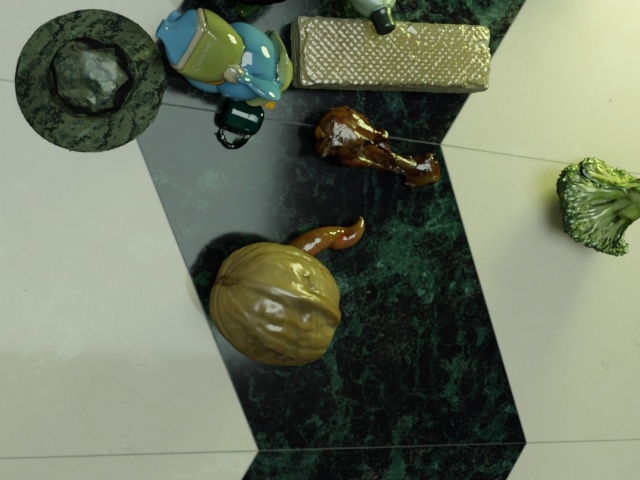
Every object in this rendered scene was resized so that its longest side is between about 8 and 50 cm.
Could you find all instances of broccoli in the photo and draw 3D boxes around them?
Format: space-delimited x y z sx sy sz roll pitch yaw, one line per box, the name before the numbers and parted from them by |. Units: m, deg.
broccoli | 0.706 -0.092 1.514 0.252 0.361 0.221 39 62 -51

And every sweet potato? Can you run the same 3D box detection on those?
sweet potato | 0.001 0.002 1.406 0.202 0.058 0.055 -17 91 -16

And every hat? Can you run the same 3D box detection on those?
hat | -0.387 -0.275 1.192 0.265 0.128 0.266 -2 97 -17

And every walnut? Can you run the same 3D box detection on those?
walnut | -0.077 0.118 1.303 0.260 0.225 0.225 22 88 -30

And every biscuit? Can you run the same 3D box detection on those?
biscuit | 0.149 -0.371 1.407 0.425 0.078 0.144 -2 96 -21

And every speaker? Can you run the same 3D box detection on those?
speaker | -0.152 -0.218 1.320 0.075 0.060 0.095 18 90 -20

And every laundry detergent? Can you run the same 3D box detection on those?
laundry detergent | 0.089 -0.496 1.334 0.099 0.070 0.226 -14 78 -33

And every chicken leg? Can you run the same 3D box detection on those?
chicken leg | 0.116 -0.175 1.421 0.304 0.093 0.113 21 106 -29

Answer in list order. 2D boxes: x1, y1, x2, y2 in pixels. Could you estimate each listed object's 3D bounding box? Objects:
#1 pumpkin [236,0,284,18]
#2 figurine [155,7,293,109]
pumpkin | -0.118 -0.500 1.236 0.247 0.248 0.248 -2 97 -20
figurine | -0.168 -0.330 1.239 0.261 0.180 0.154 22 94 -29
